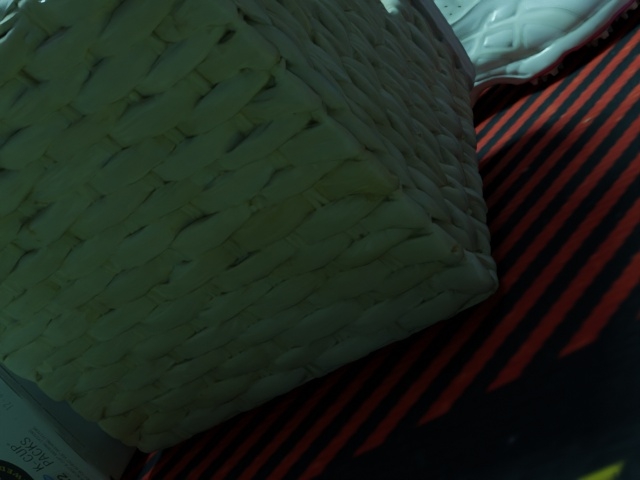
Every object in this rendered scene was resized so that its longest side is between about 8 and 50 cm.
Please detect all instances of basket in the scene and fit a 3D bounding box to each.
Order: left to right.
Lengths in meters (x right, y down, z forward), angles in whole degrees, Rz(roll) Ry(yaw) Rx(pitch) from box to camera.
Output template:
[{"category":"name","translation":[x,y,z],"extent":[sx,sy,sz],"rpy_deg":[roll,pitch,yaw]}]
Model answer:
[{"category":"basket","translation":[-0.103,-0.075,0.563],"extent":[0.331,0.328,0.266],"rpy_deg":[-28,38,27]}]

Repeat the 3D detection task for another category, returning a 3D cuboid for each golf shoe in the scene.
[{"category":"golf shoe","translation":[0.148,-0.198,0.765],"extent":[0.306,0.140,0.115],"rpy_deg":[-31,17,17]}]

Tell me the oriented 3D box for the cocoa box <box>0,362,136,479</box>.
[{"category":"cocoa box","translation":[-0.264,0.064,0.762],"extent":[0.228,0.231,0.347],"rpy_deg":[-31,19,26]}]
